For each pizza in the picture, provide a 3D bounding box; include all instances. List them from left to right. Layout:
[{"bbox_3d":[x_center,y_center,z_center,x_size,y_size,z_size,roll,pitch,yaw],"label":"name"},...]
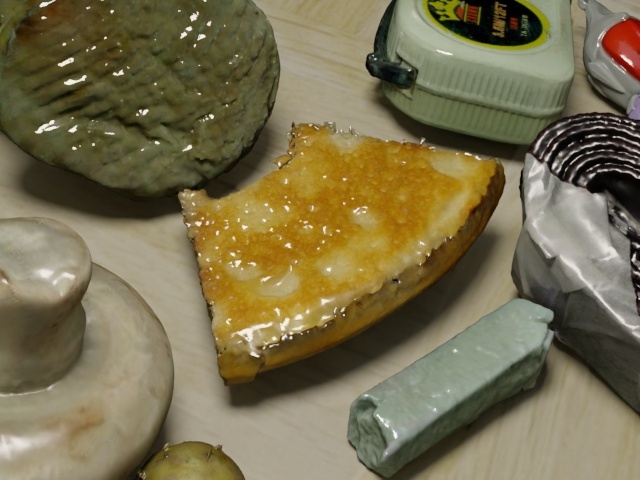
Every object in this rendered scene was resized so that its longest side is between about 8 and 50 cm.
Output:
[{"bbox_3d":[0.000,0.000,1.115,0.323,0.089,0.223,-34,49,-27],"label":"pizza"}]

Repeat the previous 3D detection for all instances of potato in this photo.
[{"bbox_3d":[-0.092,0.203,0.918,0.092,0.070,0.138,-1,47,-8],"label":"potato"}]

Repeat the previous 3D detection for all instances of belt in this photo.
[{"bbox_3d":[0.282,0.029,1.085,0.184,0.164,0.289,-40,68,-12],"label":"belt"}]

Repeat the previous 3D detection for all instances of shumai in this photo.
[{"bbox_3d":[-0.184,-0.161,1.195,0.272,0.222,0.203,15,5,-20],"label":"shumai"}]

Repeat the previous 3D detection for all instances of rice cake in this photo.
[{"bbox_3d":[0.106,0.119,1.034,0.206,0.069,0.063,-29,58,-28],"label":"rice cake"}]

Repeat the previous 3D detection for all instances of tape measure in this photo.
[{"bbox_3d":[0.154,-0.197,1.321,0.207,0.115,0.235,11,37,1],"label":"tape measure"}]

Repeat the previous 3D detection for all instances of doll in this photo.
[{"bbox_3d":[0.330,-0.174,1.342,0.102,0.075,0.227,-13,60,-31],"label":"doll"}]

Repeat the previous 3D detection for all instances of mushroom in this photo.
[{"bbox_3d":[-0.222,0.077,0.913,0.243,0.243,0.243,4,46,-4],"label":"mushroom"}]
